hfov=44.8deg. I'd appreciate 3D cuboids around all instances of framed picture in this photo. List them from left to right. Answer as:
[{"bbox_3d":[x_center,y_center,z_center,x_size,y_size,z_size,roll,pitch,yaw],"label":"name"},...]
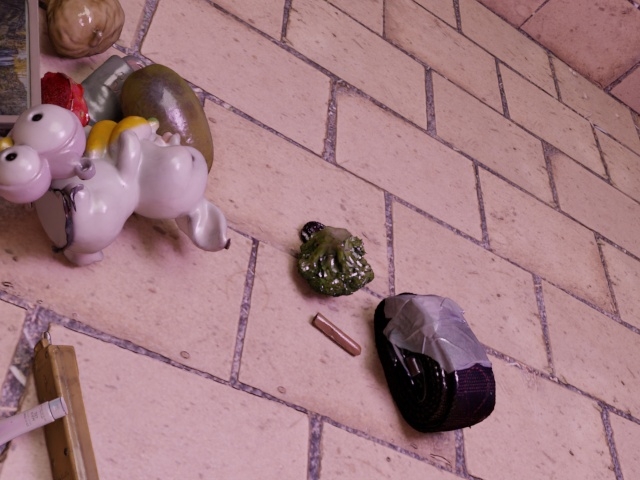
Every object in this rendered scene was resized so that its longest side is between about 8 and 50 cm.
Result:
[{"bbox_3d":[-0.590,-0.309,1.288,0.241,0.020,0.324,-1,56,-18],"label":"framed picture"}]

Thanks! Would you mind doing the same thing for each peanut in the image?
[{"bbox_3d":[-0.463,-0.459,1.507,0.159,0.143,0.291,52,15,-55],"label":"peanut"}]

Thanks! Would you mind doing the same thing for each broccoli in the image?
[{"bbox_3d":[0.025,0.039,1.524,0.146,0.137,0.162,-6,37,-19],"label":"broccoli"}]

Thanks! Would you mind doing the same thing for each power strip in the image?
[{"bbox_3d":[-0.341,0.262,1.052,0.044,0.064,0.305,4,55,-43],"label":"power strip"}]

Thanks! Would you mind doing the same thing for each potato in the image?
[{"bbox_3d":[-0.276,-0.191,1.410,0.251,0.159,0.174,65,15,-11],"label":"potato"}]

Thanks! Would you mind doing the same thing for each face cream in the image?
[{"bbox_3d":[-0.390,0.240,1.018,0.115,0.020,0.038,-23,71,-5],"label":"face cream"}]

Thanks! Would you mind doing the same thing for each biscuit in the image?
[{"bbox_3d":[0.000,0.000,1.613,0.087,0.027,0.089,6,54,-40],"label":"biscuit"}]

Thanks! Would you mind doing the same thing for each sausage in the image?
[{"bbox_3d":[0.033,0.181,1.490,0.116,0.026,0.026,39,39,-10],"label":"sausage"}]

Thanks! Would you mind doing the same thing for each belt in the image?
[{"bbox_3d":[0.202,0.225,1.485,0.164,0.184,0.289,3,50,-35],"label":"belt"}]

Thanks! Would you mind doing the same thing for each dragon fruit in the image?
[{"bbox_3d":[-0.431,-0.197,1.314,0.111,0.153,0.153,29,39,-49],"label":"dragon fruit"}]

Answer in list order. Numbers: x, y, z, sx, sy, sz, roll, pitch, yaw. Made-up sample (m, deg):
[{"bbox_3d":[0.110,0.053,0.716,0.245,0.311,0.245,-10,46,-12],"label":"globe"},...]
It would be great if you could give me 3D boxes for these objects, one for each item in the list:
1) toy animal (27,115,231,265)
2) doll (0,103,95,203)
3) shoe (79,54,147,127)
[{"bbox_3d":[-0.295,-0.077,1.248,0.310,0.183,0.247,-15,99,-38],"label":"toy animal"},{"bbox_3d":[-0.484,-0.145,1.096,0.366,0.094,0.160,15,54,9],"label":"doll"},{"bbox_3d":[-0.380,-0.292,1.464,0.103,0.100,0.251,39,37,-12],"label":"shoe"}]
